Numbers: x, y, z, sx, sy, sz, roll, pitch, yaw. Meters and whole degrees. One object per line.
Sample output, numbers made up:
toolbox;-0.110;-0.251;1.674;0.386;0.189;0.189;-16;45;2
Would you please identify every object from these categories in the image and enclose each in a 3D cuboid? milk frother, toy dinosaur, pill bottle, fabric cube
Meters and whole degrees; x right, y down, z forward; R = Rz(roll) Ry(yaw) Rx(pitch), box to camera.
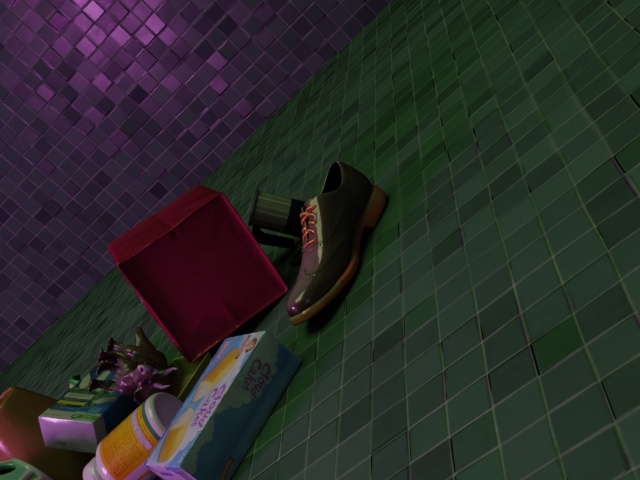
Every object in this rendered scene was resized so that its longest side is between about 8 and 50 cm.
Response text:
milk frother;-0.087;-0.027;1.847;0.143;0.134;0.129;-98;21;-71
toy dinosaur;-0.375;0.265;1.777;0.313;0.160;0.121;-132;60;-84
pill bottle;-0.331;0.381;1.573;0.208;0.117;0.117;-43;18;16
fabric cube;-0.263;0.060;1.806;0.259;0.254;0.258;-35;17;-11

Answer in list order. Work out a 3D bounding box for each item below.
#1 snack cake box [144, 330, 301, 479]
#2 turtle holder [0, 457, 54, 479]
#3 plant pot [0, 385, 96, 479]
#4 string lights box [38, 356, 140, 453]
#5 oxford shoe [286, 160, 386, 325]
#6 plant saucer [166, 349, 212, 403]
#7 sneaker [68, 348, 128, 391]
snack cake box;-0.160;0.283;1.431;0.152;0.089;0.264;-21;31;56
turtle holder;-0.622;0.554;1.686;0.227;0.243;0.320;-58;14;-27
plant pot;-0.598;0.434;1.865;0.237;0.254;0.237;-41;18;16
string lights box;-0.454;0.339;1.821;0.133;0.077;0.260;2;22;20
oxford shoe;0.000;0.000;1.588;0.130;0.133;0.364;-30;25;42
plant saucer;-0.296;0.317;1.748;0.188;0.045;0.188;-21;32;55
sneaker;-0.584;0.393;2.131;0.295;0.123;0.109;-53;18;-14
